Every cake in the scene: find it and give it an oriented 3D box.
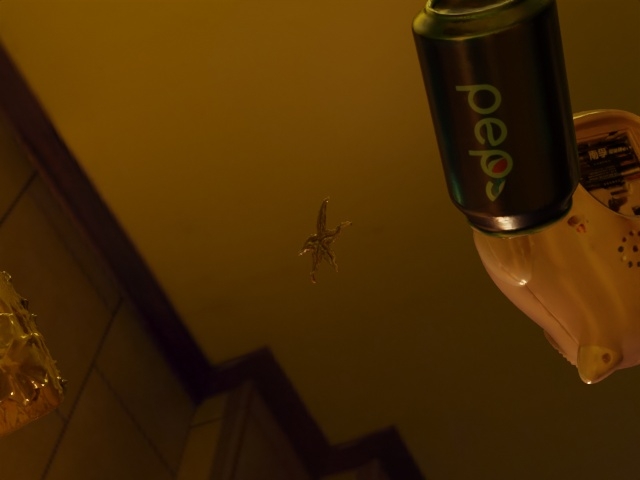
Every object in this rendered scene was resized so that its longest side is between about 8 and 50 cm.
[{"bbox_3d":[-0.475,0.168,1.338,0.222,0.227,0.286,59,-10,0],"label":"cake"}]

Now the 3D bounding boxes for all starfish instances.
[{"bbox_3d":[0.000,0.000,1.068,0.016,0.086,0.092,4,92,-35],"label":"starfish"}]

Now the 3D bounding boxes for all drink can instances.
[{"bbox_3d":[0.150,-0.109,0.846,0.118,0.118,0.204,-80,156,-59],"label":"drink can"}]

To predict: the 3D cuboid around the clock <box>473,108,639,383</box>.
[{"bbox_3d":[0.420,-0.001,1.510,0.376,0.368,0.250,67,-29,17],"label":"clock"}]
